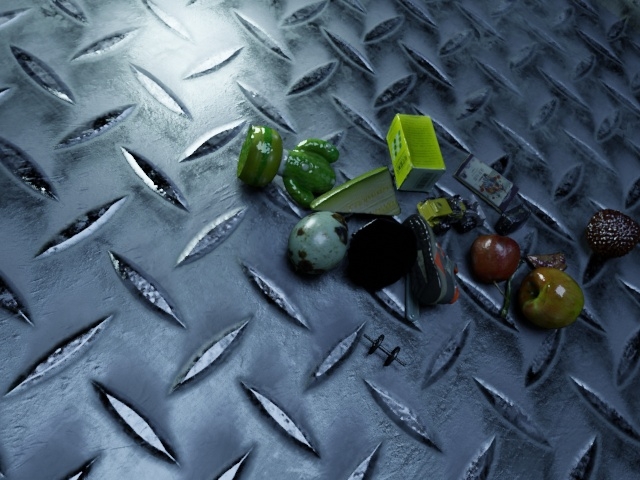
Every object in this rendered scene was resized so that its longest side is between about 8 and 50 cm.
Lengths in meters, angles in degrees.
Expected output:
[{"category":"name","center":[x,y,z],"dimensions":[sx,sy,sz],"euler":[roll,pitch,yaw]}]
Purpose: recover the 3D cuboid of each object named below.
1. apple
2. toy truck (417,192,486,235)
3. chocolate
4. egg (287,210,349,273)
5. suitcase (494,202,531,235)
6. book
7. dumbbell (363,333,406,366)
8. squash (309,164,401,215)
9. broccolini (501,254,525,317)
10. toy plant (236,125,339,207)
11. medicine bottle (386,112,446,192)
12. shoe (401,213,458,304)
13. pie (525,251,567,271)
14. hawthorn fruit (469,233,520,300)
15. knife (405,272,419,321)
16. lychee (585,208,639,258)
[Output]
[{"category":"apple","center":[0.743,0.187,1.689],"dimensions":[0.195,0.196,0.196],"euler":[8,60,-14]},{"category":"toy truck","center":[0.459,-0.099,1.794],"dimensions":[0.285,0.111,0.136],"euler":[-8,63,-29]},{"category":"chocolate","center":[0.166,0.020,1.637],"dimensions":[0.224,0.206,0.177],"euler":[15,13,-21]},{"category":"egg","center":[0.000,0.000,1.552],"dimensions":[0.169,0.169,0.231],"euler":[37,46,4]},{"category":"suitcase","center":[0.684,-0.073,1.873],"dimensions":[0.126,0.086,0.059],"euler":[-22,56,-28]},{"category":"book","center":[0.623,-0.219,1.969],"dimensions":[0.231,0.026,0.157],"euler":[39,57,6]},{"category":"dumbbell","center":[0.182,0.312,1.496],"dimensions":[0.147,0.069,0.069],"euler":[37,57,4]},{"category":"squash","center":[0.101,-0.117,1.694],"dimensions":[0.288,0.203,0.111],"euler":[-31,38,-13]},{"category":"broccolini","center":[0.637,0.139,1.759],"dimensions":[0.071,0.058,0.254],"euler":[-2,48,30]},{"category":"toy plant","center":[-0.092,-0.230,1.654],"dimensions":[0.315,0.184,0.224],"euler":[12,85,-20]},{"category":"medicine bottle","center":[0.330,-0.308,1.852],"dimensions":[0.141,0.137,0.250],"euler":[1,61,-18]},{"category":"shoe","center":[0.362,0.063,1.668],"dimensions":[0.171,0.132,0.337],"euler":[19,43,-32]},{"category":"pie","center":[0.811,0.080,1.862],"dimensions":[0.169,0.034,0.092],"euler":[-7,61,-23]},{"category":"hawthorn fruit","center":[0.568,0.084,1.725],"dimensions":[0.162,0.162,0.204],"euler":[16,77,-10]},{"category":"knife","center":[0.286,0.176,1.635],"dimensions":[0.044,0.023,0.162],"euler":[13,59,-13]},{"category":"lychee","center":[1.067,-0.019,1.926],"dimensions":[0.188,0.188,0.188],"euler":[8,60,-14]}]
